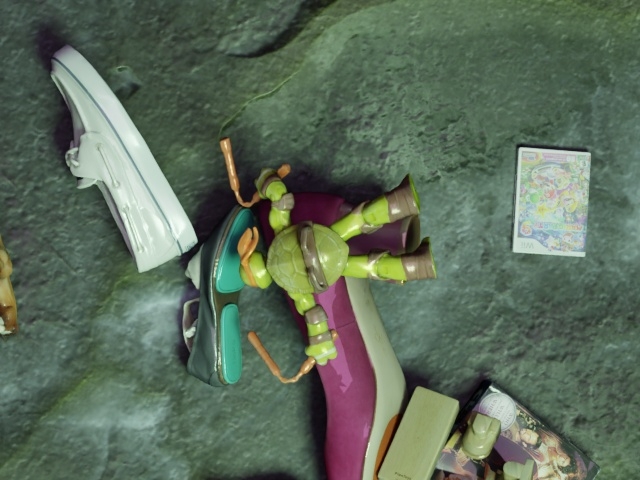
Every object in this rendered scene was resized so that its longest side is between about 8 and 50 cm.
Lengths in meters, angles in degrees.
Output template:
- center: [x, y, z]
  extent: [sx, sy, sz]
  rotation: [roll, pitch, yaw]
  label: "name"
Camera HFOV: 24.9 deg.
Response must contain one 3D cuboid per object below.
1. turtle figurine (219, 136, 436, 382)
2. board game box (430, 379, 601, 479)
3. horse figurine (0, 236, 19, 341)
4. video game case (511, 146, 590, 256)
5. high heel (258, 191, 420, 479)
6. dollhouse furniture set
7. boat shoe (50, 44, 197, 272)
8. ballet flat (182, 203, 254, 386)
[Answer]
- center: [0.000, 0.000, 1.503]
  extent: [0.217, 0.087, 0.269]
  rotation: [-16, 84, 8]
  label: "turtle figurine"
- center: [0.181, 0.304, 1.641]
  extent: [0.165, 0.042, 0.243]
  rotation: [38, 84, -6]
  label: "board game box"
- center: [-0.381, -0.027, 1.521]
  extent: [0.066, 0.174, 0.263]
  rotation: [-28, 79, 0]
  label: "horse figurine"
- center: [0.267, -0.044, 1.679]
  extent: [0.087, 0.011, 0.122]
  rotation: [4, 88, -9]
  label: "video game case"
- center: [0.003, 0.137, 1.610]
  extent: [0.181, 0.127, 0.377]
  rotation: [8, 92, 20]
  label: "high heel"
- center: [0.153, 0.269, 1.595]
  extent: [0.151, 0.123, 0.144]
  rotation: [18, 65, 17]
  label: "dollhouse furniture set"
- center: [-0.231, -0.086, 1.563]
  extent: [0.084, 0.095, 0.258]
  rotation: [-32, 92, -12]
  label: "boat shoe"
- center: [-0.119, 0.059, 1.592]
  extent: [0.074, 0.074, 0.203]
  rotation: [4, 93, -8]
  label: "ballet flat"
